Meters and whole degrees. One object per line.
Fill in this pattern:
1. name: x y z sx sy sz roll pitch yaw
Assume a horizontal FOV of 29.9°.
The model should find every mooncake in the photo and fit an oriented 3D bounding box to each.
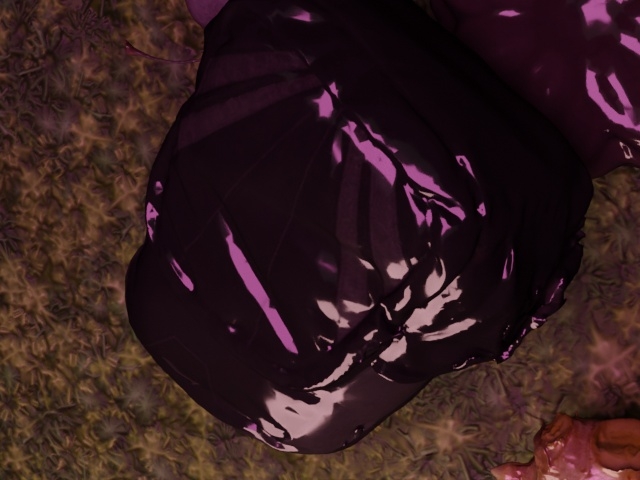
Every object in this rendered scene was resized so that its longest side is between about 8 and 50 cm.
1. mooncake: 0.225 -0.184 0.987 0.283 0.141 0.283 5 103 24

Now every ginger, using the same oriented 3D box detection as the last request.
1. ginger: 0.261 0.222 1.076 0.216 0.102 0.157 9 131 15

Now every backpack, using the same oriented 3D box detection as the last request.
1. backpack: 0.000 0.000 1.027 0.363 0.254 0.446 48 129 12

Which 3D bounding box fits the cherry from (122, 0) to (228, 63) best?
1. cherry: -0.089 -0.250 1.117 0.188 0.115 0.148 12 124 25
